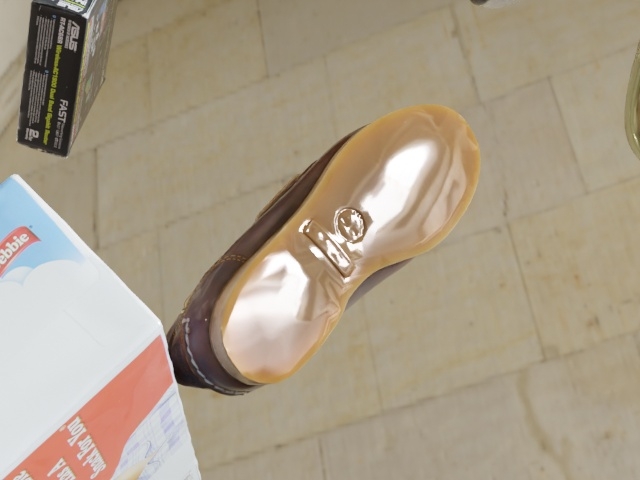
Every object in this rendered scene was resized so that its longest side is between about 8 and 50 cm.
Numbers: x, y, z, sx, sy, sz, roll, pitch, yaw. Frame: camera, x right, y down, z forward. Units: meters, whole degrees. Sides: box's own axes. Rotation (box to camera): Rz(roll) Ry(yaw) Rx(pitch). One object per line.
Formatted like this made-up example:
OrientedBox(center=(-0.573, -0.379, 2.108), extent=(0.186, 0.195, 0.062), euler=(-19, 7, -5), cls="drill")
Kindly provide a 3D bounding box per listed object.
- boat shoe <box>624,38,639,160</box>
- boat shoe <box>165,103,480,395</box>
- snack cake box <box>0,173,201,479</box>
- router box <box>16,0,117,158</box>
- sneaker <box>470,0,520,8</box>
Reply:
OrientedBox(center=(0.301, -0.165, 0.787), extent=(0.104, 0.089, 0.285), euler=(29, -86, -18), cls="boat shoe")
OrientedBox(center=(0.000, 0.000, 0.611), extent=(0.073, 0.207, 0.073), euler=(-21, -75, 54), cls="boat shoe")
OrientedBox(center=(-0.141, 0.102, 0.538), extent=(0.152, 0.089, 0.264), euler=(-42, -16, -18), cls="snack cake box")
OrientedBox(center=(-0.166, -0.130, 0.807), extent=(0.038, 0.092, 0.122), euler=(16, -46, -4), cls="router box")
OrientedBox(center=(0.185, -0.221, 0.741), extent=(0.162, 0.281, 0.106), euler=(7, -46, 11), cls="sneaker")
